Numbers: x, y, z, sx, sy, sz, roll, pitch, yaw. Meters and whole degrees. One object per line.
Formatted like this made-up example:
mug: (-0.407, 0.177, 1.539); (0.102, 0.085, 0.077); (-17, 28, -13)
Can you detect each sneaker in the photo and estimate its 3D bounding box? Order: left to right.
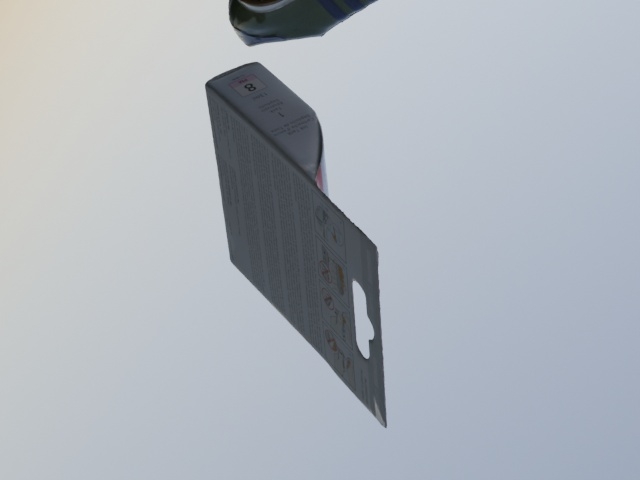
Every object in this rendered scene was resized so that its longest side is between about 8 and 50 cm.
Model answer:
sneaker: (0.009, -0.210, 1.472); (0.192, 0.064, 0.086); (-20, 157, -19)

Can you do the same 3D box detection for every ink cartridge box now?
ink cartridge box: (0.000, 0.000, 1.346); (0.066, 0.189, 0.232); (-29, -134, -24)
